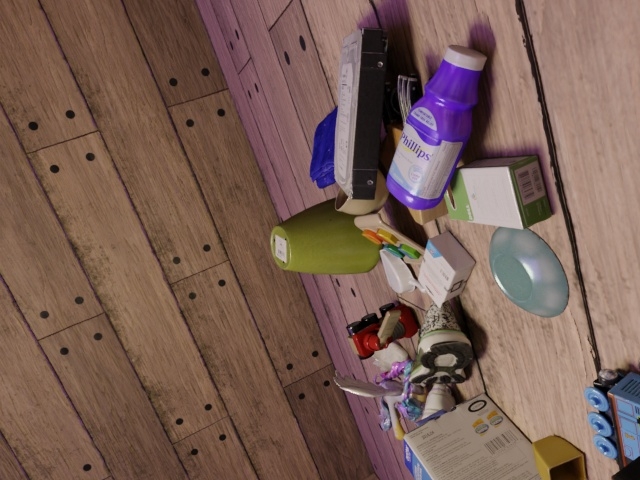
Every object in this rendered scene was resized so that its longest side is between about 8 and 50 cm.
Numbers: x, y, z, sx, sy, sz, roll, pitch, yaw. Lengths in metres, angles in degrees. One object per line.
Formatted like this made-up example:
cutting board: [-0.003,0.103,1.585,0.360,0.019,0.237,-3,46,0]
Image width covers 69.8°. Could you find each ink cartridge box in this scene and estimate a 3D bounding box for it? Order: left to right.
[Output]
ink cartridge box: [0.300,0.074,1.115,0.104,0.060,0.180,57,163,31]
ink cartridge box: [0.390,0.570,1.145,0.395,0.270,0.151,-129,25,-49]
ink cartridge box: [0.305,-0.089,0.830,0.109,0.062,0.209,70,166,-13]

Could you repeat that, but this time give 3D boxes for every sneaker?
sneaker: [0.334,0.291,1.290,0.410,0.158,0.182,86,-173,-58]
sneaker: [0.405,0.556,1.459,0.305,0.114,0.152,60,-140,-48]

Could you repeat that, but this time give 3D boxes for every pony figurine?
pony figurine: [0.270,0.531,1.642,0.351,0.303,0.363,5,119,38]

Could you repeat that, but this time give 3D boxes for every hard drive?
hard drive: [0.082,-0.281,1.028,0.237,0.064,0.339,-110,22,-69]

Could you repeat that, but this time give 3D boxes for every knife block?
knife block: [0.211,-0.198,0.950,0.276,0.088,0.242,64,166,13]

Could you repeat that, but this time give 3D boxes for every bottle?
bottle: [0.207,-0.195,0.821,0.118,0.092,0.283,50,138,38]

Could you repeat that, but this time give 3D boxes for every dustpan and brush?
dustpan and brush: [0.258,0.117,1.379,0.211,0.060,0.147,-125,15,-62]

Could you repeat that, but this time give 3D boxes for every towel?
towel: [0.035,-0.280,1.332,0.308,0.076,0.228,176,98,-74]

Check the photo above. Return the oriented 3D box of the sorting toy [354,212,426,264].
sorting toy: [0.196,0.004,1.258,0.208,0.038,0.193,37,171,-12]

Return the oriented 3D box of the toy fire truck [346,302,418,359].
toy fire truck: [0.219,0.271,1.447,0.246,0.217,0.158,-16,97,65]

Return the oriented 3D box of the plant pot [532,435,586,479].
plant pot: [0.500,0.469,0.980,0.083,0.081,0.081,-120,12,-68]

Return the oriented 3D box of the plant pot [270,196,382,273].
plant pot: [0.000,0.000,1.472,0.275,0.293,0.275,26,121,53]

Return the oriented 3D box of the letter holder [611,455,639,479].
letter holder: [0.550,0.397,0.528,0.214,0.152,0.302,67,166,-8]

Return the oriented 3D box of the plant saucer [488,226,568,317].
plant saucer: [0.376,0.064,0.870,0.195,0.037,0.195,58,163,29]

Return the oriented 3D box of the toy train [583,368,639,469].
toy train: [0.491,0.292,0.727,0.105,0.080,0.184,18,130,64]

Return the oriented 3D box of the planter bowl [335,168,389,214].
planter bowl: [0.123,-0.137,1.267,0.162,0.109,0.162,-60,15,28]
